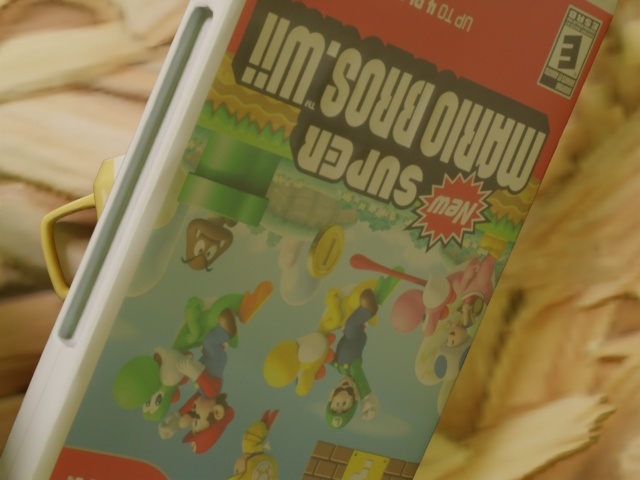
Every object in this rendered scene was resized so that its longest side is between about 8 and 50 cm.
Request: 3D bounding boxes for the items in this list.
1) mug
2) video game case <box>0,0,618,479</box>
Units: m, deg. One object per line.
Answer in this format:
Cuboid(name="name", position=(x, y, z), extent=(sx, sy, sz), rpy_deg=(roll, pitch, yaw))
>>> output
Cuboid(name="mug", position=(-0.071, -0.005, 0.806), extent=(0.078, 0.062, 0.064), rpy_deg=(-16, 94, -20))
Cuboid(name="video game case", position=(0.000, 0.000, 0.791), extent=(0.204, 0.025, 0.285), rpy_deg=(19, 96, -45))
